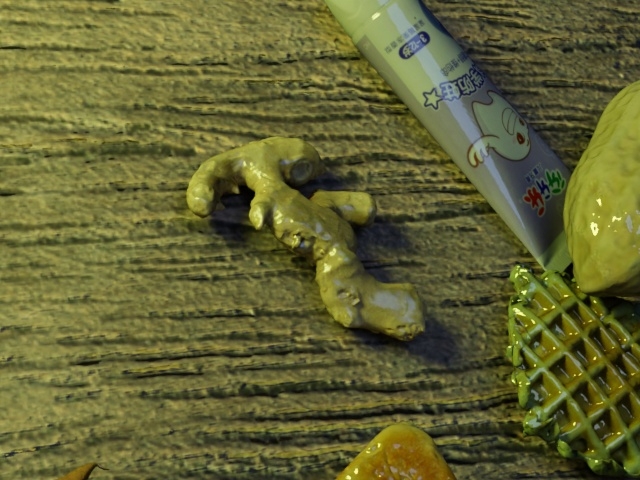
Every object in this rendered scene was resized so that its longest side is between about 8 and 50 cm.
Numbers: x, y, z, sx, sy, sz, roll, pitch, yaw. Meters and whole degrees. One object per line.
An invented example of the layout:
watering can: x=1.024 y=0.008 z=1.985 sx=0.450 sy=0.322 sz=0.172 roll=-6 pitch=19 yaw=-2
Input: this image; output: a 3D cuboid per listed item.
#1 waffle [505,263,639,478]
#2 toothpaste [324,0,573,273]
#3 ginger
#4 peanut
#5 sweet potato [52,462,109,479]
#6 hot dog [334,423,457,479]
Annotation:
waffle: x=0.265 y=0.128 z=1.604 sx=0.207 sy=0.054 sz=0.214 roll=17 pitch=53 yaw=-19
toothpaste: x=0.147 y=-0.130 z=1.699 sx=0.371 sy=0.080 sz=0.125 roll=50 pitch=49 yaw=-1
ginger: x=0.005 y=-0.011 z=1.562 sx=0.258 sy=0.065 sz=0.149 roll=34 pitch=51 yaw=-1
peanut: x=0.330 y=-0.058 z=1.672 sx=0.152 sy=0.152 sz=0.313 roll=38 pitch=46 yaw=-1
sweet potato: x=-0.238 y=0.233 z=1.315 sx=0.056 sy=0.056 sz=0.195 roll=46 pitch=49 yaw=6
hot dog: x=0.040 y=0.283 z=1.358 sx=0.153 sy=0.150 sz=0.256 roll=39 pitch=52 yaw=11
